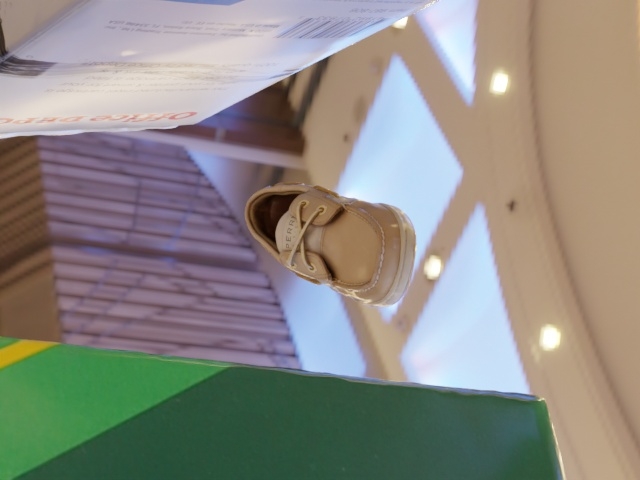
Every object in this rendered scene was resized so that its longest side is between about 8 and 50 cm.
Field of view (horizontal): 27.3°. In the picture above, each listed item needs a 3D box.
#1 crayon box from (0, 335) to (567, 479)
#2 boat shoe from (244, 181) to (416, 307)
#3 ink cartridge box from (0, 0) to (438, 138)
[{"bbox_3d":[-0.148,0.147,0.426,0.363,0.313,0.106,-38,-128,41],"label":"crayon box"},{"bbox_3d":[0.000,0.000,0.774,0.170,0.059,0.063,-161,-99,-66],"label":"boat shoe"},{"bbox_3d":[-0.112,-0.209,0.971,0.395,0.285,0.166,-20,-100,47],"label":"ink cartridge box"}]
